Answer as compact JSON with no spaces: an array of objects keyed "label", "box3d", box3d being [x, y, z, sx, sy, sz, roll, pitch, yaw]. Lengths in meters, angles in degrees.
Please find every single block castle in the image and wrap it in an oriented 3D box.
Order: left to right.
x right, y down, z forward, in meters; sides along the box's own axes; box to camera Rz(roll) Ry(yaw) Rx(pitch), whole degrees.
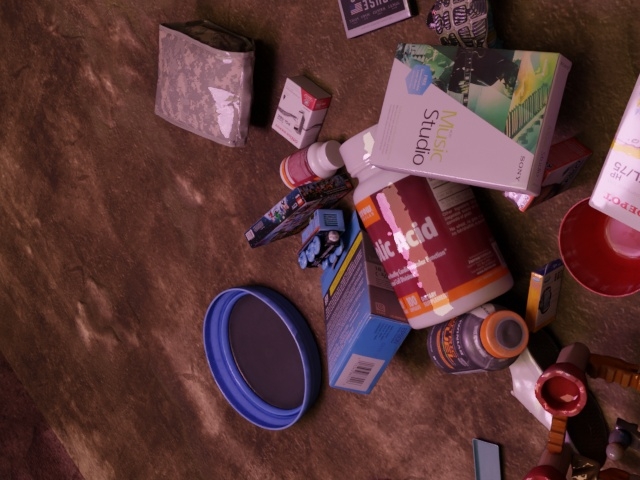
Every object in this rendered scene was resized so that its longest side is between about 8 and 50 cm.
[{"label":"block castle","box3d":[0.573,0.377,1.453,0.453,0.213,0.303,13,114,21]}]

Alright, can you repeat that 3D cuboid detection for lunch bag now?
[{"label":"lunch bag","box3d":[-0.252,-0.375,2.084,0.287,0.169,0.235,32,125,37]}]

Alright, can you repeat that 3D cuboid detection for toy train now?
[{"label":"toy train","box3d":[0.000,0.000,2.025,0.184,0.080,0.105,131,138,-61]}]

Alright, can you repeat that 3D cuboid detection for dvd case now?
[{"label":"dvd case","box3d":[0.096,-0.549,1.780,0.179,0.029,0.239,-8,99,46]}]

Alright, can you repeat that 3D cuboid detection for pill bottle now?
[{"label":"pill bottle","box3d":[-0.015,-0.173,1.988,0.152,0.086,0.086,-21,90,47]},{"label":"pill bottle","box3d":[0.201,-0.044,1.727,0.224,0.224,0.392,-28,85,46]},{"label":"pill bottle","box3d":[0.312,0.193,1.715,0.130,0.130,0.245,65,161,4]}]

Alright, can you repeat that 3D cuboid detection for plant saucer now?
[{"label":"plant saucer","box3d":[0.371,0.526,1.924,0.067,0.018,0.192,7,110,43]}]

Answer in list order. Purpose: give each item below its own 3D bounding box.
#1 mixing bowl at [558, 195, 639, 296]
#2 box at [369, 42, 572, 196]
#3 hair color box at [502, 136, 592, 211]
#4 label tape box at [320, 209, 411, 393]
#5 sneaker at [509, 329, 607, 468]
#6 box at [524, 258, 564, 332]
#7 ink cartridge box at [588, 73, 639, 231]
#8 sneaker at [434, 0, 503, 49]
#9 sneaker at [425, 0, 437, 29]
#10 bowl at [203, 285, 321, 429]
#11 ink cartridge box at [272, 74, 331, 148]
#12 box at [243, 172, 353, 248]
[{"label":"mixing bowl","box3d":[0.520,-0.001,1.524,0.181,0.098,0.181,17,116,40]},{"label":"box","box3d":[0.250,-0.216,1.518,0.322,0.058,0.232,13,90,36]},{"label":"hair color box","box3d":[0.402,-0.118,1.544,0.053,0.167,0.093,45,132,23]},{"label":"label tape box","box3d":[0.095,0.132,1.951,0.334,0.106,0.241,-94,24,-48]},{"label":"sneaker","box3d":[0.455,0.319,1.719,0.123,0.106,0.290,-45,66,55]},{"label":"box","box3d":[0.425,0.099,1.666,0.028,0.081,0.136,20,118,39]},{"label":"ink cartridge box","box3d":[0.580,-0.147,1.339,0.198,0.197,0.270,33,126,32]},{"label":"sneaker","box3d":[0.283,-0.365,1.608,0.107,0.110,0.275,-1,109,35]},{"label":"sneaker","box3d":[0.233,-0.445,1.666,0.047,0.057,0.119,56,136,10]},{"label":"bowl","box3d":[-0.154,0.302,2.308,0.391,0.077,0.391,17,117,39]},{"label":"ink cartridge box","box3d":[-0.044,-0.292,1.992,0.099,0.056,0.135,40,129,26]},{"label":"box","box3d":[-0.052,-0.067,2.010,0.233,0.159,0.044,-38,76,45]}]
